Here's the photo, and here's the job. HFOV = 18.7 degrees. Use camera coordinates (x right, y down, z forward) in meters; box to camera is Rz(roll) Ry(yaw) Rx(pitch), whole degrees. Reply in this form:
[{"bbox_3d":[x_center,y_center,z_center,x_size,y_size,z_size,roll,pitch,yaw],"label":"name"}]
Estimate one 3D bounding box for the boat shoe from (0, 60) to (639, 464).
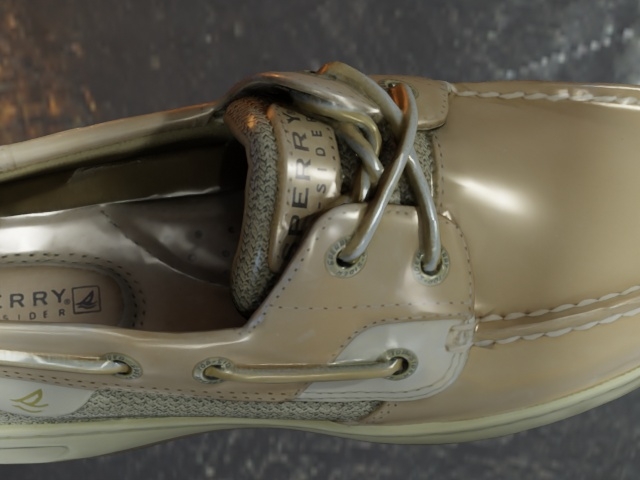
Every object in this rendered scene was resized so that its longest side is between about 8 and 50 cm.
[{"bbox_3d":[0.000,0.000,0.588,0.302,0.098,0.109,-8,65,2],"label":"boat shoe"}]
